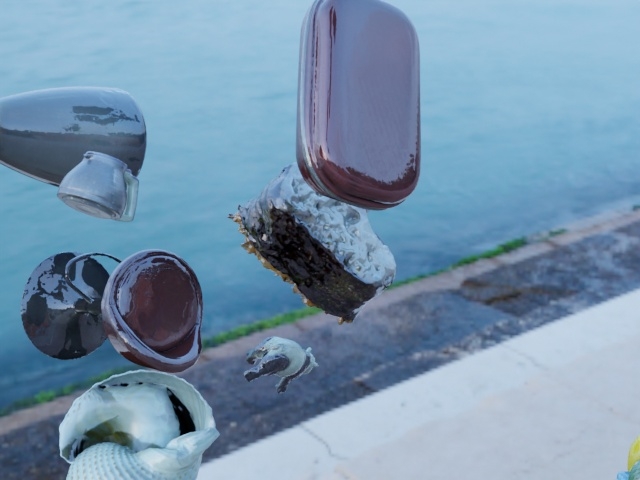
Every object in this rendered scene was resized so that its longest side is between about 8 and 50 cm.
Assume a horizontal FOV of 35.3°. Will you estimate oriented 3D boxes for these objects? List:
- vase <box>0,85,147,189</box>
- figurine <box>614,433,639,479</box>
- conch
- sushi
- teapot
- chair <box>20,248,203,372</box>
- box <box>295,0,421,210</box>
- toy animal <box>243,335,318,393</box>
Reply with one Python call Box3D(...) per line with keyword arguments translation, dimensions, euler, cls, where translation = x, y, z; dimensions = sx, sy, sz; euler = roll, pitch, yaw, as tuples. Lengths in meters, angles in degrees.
Box3D(translation=(-0.433, -0.159, 1.483), dimensions=(0.321, 0.173, 0.173), euler=(3, 13, -44), cls="vase")
Box3D(translation=(0.506, 0.360, 1.418), dimensions=(0.127, 0.185, 0.234), euler=(-40, -12, 12), cls="figurine")
Box3D(translation=(-0.355, 0.425, 2.012), dimensions=(0.319, 0.215, 0.303), euler=(-18, 63, -7), cls="conch")
Box3D(translation=(0.000, 0.000, 2.137), dimensions=(0.207, 0.348, 0.234), euler=(-42, 3, 37), cls="sushi")
Box3D(translation=(-0.212, -0.052, 0.989), dimensions=(0.066, 0.057, 0.088), euler=(8, -16, 37), cls="teapot")
Box3D(translation=(-0.381, 0.130, 1.920), dimensions=(0.226, 0.226, 0.401), euler=(-20, 13, -41), cls="chair")
Box3D(translation=(0.071, -0.255, 1.824), dimensions=(0.263, 0.403, 0.108), euler=(13, -19, -36), cls="box")
Box3D(translation=(-0.084, 0.276, 2.287), dimensions=(0.121, 0.225, 0.094), euler=(-33, 59, 14), cls="toy animal")
